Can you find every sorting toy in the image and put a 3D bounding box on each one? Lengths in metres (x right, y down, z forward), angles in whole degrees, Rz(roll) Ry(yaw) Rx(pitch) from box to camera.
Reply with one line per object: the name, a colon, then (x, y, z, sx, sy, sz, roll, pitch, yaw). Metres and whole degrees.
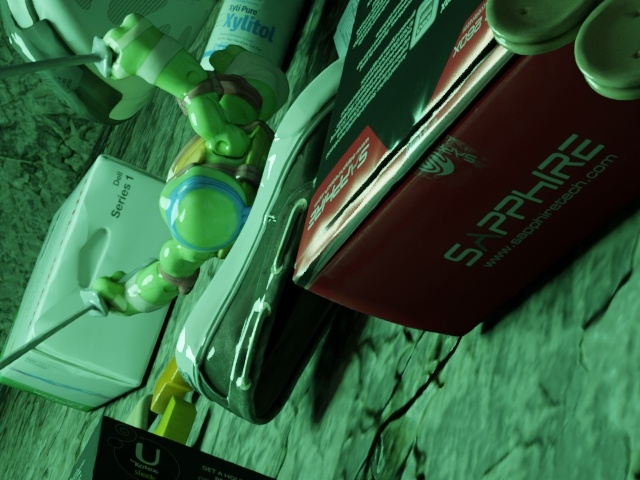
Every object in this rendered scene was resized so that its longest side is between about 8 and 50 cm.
sorting toy: (-0.159, 0.228, 1.163, 0.307, 0.041, 0.229, -55, 17, 31)

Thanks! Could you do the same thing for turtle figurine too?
turtle figurine: (-0.124, -0.055, 1.057, 0.274, 0.198, 0.266, -20, 9, 14)

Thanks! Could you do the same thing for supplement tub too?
supplement tub: (-0.060, -0.187, 1.361, 0.071, 0.071, 0.107, 156, 134, -71)

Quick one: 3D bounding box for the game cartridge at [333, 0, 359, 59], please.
game cartridge: (0.029, -0.157, 1.088, 0.083, 0.017, 0.056, -100, 32, -66)

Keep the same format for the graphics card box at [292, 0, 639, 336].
graphics card box: (0.104, -0.167, 0.652, 0.233, 0.094, 0.371, 131, 156, -54)

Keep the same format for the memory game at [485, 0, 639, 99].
memory game: (0.125, -0.114, 0.437, 0.186, 0.012, 0.186, -19, 47, 22)

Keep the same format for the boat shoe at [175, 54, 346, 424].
boat shoe: (0.000, 0.000, 0.854, 0.070, 0.078, 0.219, 28, 92, 42)

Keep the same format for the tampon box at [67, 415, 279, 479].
tampon box: (-0.077, 0.185, 0.725, 0.101, 0.120, 0.161, -60, 15, 25)

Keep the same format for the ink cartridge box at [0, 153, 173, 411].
ink cartridge box: (-0.227, 0.052, 1.520, 0.278, 0.117, 0.201, 149, 141, -69)

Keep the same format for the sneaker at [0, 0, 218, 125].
sneaker: (-0.092, -0.280, 1.227, 0.257, 0.169, 0.447, -32, 22, 27)
